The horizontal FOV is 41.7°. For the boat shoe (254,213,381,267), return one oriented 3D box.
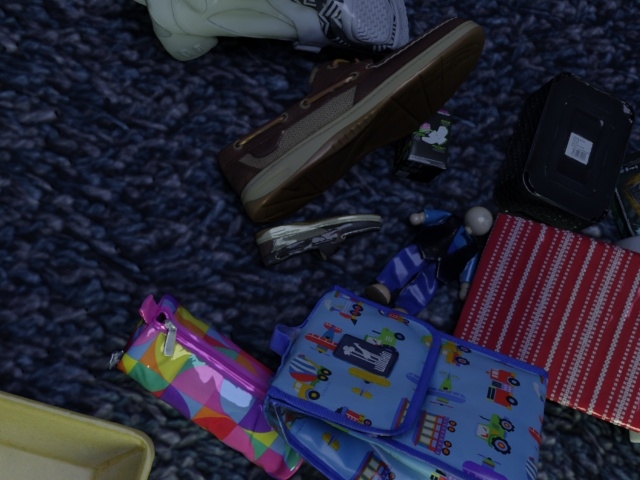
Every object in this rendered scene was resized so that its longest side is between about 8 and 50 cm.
[{"bbox_3d":[0.000,0.000,0.990,0.152,0.056,0.049,-10,85,-8],"label":"boat shoe"}]

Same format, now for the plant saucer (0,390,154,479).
[{"bbox_3d":[-0.366,0.304,0.799,0.333,0.081,0.332,19,73,-10],"label":"plant saucer"}]

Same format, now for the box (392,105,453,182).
[{"bbox_3d":[0.127,-0.123,1.046,0.052,0.062,0.083,13,74,-11],"label":"box"}]

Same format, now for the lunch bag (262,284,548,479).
[{"bbox_3d":[0.075,0.173,0.891,0.293,0.138,0.221,30,32,2],"label":"lunch bag"}]

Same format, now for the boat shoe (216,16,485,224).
[{"bbox_3d":[0.030,-0.163,0.977,0.342,0.123,0.123,-38,70,4],"label":"boat shoe"}]

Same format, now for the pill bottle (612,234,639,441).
[{"bbox_3d":[0.427,0.123,1.032,0.136,0.136,0.245,6,76,-14],"label":"pill bottle"}]

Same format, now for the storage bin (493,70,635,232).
[{"bbox_3d":[0.314,-0.109,1.084,0.122,0.084,0.180,25,71,-9],"label":"storage bin"}]

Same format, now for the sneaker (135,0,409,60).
[{"bbox_3d":[-0.063,-0.291,1.001,0.366,0.210,0.137,12,71,-48],"label":"sneaker"}]

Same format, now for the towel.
[{"bbox_3d":[0.307,0.096,0.983,0.275,0.031,0.198,19,82,20],"label":"towel"}]

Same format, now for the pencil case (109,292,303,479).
[{"bbox_3d":[-0.106,0.155,0.894,0.236,0.104,0.104,36,70,-7],"label":"pencil case"}]

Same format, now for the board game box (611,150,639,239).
[{"bbox_3d":[0.477,-0.069,1.149,0.186,0.026,0.126,-15,82,-18],"label":"board game box"}]

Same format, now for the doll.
[{"bbox_3d":[0.143,0.025,1.025,0.189,0.046,0.129,-43,101,-22],"label":"doll"}]
